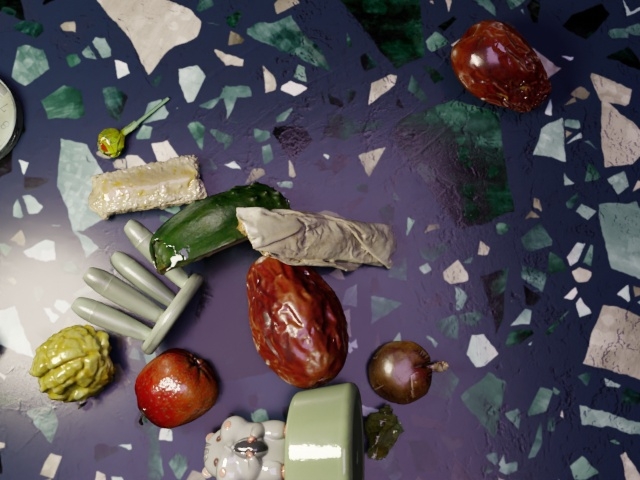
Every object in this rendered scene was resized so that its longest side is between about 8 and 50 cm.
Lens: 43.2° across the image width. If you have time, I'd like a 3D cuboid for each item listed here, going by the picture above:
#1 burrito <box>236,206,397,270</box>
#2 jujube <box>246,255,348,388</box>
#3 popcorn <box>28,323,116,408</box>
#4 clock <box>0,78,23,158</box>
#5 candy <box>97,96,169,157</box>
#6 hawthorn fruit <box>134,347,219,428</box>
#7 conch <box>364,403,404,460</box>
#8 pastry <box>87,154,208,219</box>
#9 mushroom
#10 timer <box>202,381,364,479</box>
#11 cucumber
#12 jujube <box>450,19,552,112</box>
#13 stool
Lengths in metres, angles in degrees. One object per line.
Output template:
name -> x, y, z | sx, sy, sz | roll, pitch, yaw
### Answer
burrito -> 0.000, 0.000, 1.673 | 0.392, 0.076, 0.117 | 7, 76, -35
jujube -> -0.053, 0.163, 1.671 | 0.197, 0.197, 0.290 | -23, 72, -6
popcorn -> -0.502, 0.259, 1.651 | 0.142, 0.173, 0.173 | 34, 81, 24
clock -> -0.765, -0.267, 1.755 | 0.225, 0.049, 0.226 | 1, 81, -4
candy -> -0.408, -0.255, 1.779 | 0.194, 0.062, 0.058 | -41, 42, -16
hawthorn fruit -> -0.309, 0.316, 1.659 | 0.194, 0.157, 0.157 | -41, 86, 11
conch -> 0.133, 0.404, 1.702 | 0.089, 0.074, 0.121 | 18, 76, -12
pastry -> -0.375, -0.117, 1.741 | 0.258, 0.089, 0.122 | -6, 70, -7
mushroom -> 0.188, 0.279, 1.720 | 0.170, 0.080, 0.135 | -10, 93, -1
timer -> -0.078, 0.428, 1.601 | 0.315, 0.291, 0.291 | -1, 82, 7
cucumber -> -0.206, -0.036, 1.649 | 0.325, 0.105, 0.145 | -26, 81, -41
jujube -> 0.403, -0.378, 1.793 | 0.236, 0.168, 0.168 | 36, 81, -15
stool -> -0.370, 0.104, 1.645 | 0.198, 0.195, 0.195 | 33, 52, -4
